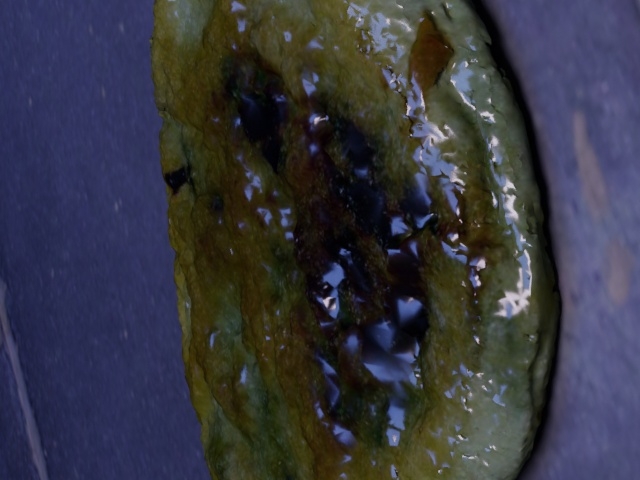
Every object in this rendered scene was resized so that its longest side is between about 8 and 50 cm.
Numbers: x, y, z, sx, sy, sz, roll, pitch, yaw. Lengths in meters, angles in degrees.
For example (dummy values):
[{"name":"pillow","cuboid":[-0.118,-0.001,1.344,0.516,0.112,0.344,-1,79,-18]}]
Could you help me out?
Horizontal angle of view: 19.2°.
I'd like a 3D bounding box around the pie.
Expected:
[{"name":"pie","cuboid":[0.000,0.000,0.849,0.323,0.070,0.323,26,121,56]}]
